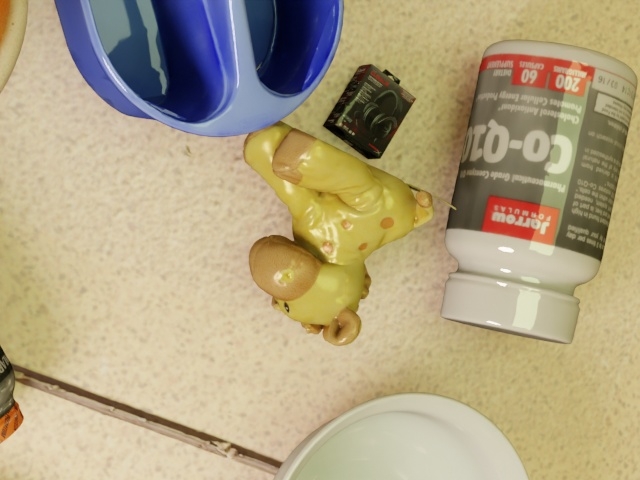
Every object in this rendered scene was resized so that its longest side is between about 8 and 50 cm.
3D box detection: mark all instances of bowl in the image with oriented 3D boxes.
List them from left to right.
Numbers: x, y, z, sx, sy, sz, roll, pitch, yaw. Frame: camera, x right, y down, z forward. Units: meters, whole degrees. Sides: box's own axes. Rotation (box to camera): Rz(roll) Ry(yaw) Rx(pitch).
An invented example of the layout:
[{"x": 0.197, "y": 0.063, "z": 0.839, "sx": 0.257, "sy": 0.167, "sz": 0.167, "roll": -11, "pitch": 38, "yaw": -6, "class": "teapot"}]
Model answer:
[{"x": 0.054, "y": 0.289, "z": 1.308, "sx": 0.298, "sy": 0.134, "sz": 0.297, "roll": -1, "pitch": 91, "yaw": -24, "class": "bowl"}]

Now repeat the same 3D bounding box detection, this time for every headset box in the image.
[{"x": 0.052, "y": -0.133, "z": 1.347, "sx": 0.062, "sy": 0.032, "sz": 0.083, "roll": 36, "pitch": 79, "yaw": -21, "class": "headset box"}]

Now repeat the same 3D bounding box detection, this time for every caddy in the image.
[{"x": -0.116, "y": -0.260, "z": 1.187, "sx": 0.241, "sy": 0.179, "sz": 0.341, "roll": -19, "pitch": 100, "yaw": -22, "class": "caddy"}]

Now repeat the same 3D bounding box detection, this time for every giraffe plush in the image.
[{"x": 0.000, "y": 0.000, "z": 1.262, "sx": 0.210, "sy": 0.181, "sz": 0.170, "roll": 25, "pitch": 93, "yaw": -6, "class": "giraffe plush"}]

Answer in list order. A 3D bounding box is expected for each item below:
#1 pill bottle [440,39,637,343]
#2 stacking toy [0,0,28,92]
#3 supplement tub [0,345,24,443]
[{"x": 0.216, "y": -0.046, "z": 1.353, "sx": 0.161, "sy": 0.161, "sz": 0.283, "roll": 14, "pitch": 86, "yaw": -24, "class": "pill bottle"}, {"x": -0.395, "y": -0.270, "z": 0.860, "sx": 0.351, "sy": 0.480, "sz": 0.350, "roll": 1, "pitch": 60, "yaw": -2, "class": "stacking toy"}, {"x": -0.337, "y": 0.094, "z": 1.133, "sx": 0.117, "sy": 0.117, "sz": 0.190, "roll": -32, "pitch": 105, "yaw": -20, "class": "supplement tub"}]
